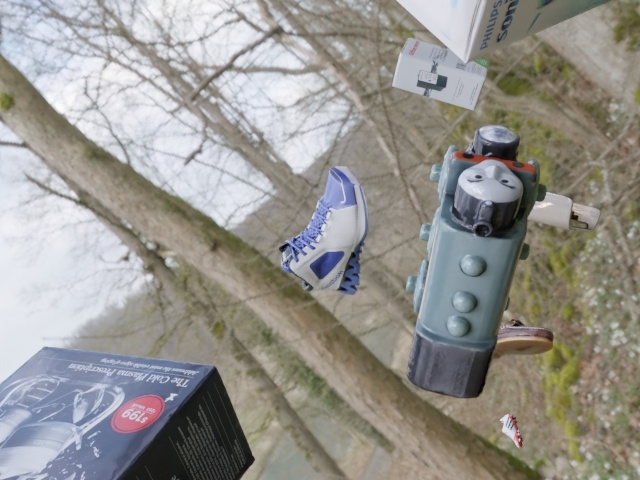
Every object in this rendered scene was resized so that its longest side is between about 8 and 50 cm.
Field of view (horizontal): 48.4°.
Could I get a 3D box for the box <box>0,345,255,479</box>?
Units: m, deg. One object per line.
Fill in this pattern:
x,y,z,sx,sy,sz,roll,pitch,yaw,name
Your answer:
-0.323,0.311,0.926,0.343,0.179,0.312,0,31,30,box

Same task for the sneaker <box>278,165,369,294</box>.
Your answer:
0.000,0.001,1.607,0.182,0.127,0.315,-7,-58,-17,sneaker

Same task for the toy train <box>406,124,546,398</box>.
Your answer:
0.182,0.033,0.867,0.190,0.142,0.334,-67,-13,-54,toy train

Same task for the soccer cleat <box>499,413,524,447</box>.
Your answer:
0.396,0.397,1.473,0.036,0.029,0.083,-32,35,20,soccer cleat

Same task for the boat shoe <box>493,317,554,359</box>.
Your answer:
0.363,0.186,1.386,0.207,0.073,0.073,-19,46,51,boat shoe

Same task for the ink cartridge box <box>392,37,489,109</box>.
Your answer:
0.292,-0.406,1.724,0.153,0.208,0.086,-62,-11,-55,ink cartridge box

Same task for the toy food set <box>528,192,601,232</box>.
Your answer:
0.473,-0.089,1.553,0.306,0.220,0.092,2,-77,-58,toy food set

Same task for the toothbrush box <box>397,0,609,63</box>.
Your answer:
0.187,-0.312,0.640,0.296,0.216,0.126,-27,-29,-22,toothbrush box
